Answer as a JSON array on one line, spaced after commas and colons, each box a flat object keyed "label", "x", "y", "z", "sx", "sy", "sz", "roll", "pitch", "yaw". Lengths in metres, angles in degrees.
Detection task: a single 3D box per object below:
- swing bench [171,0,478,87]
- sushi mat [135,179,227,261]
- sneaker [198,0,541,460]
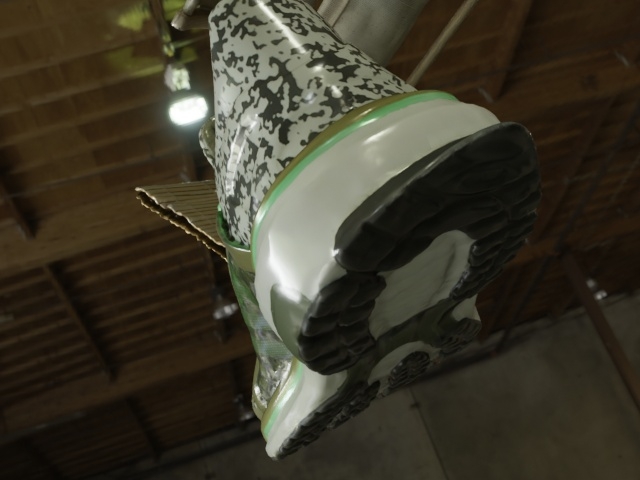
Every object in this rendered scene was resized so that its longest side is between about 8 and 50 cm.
[{"label": "swing bench", "x": 0.012, "y": -0.269, "z": 0.968, "sx": 0.165, "sy": 0.254, "sz": 0.253, "roll": -19, "pitch": -28, "yaw": -55}, {"label": "sushi mat", "x": -0.029, "y": -0.024, "z": 0.857, "sx": 0.317, "sy": 0.151, "sz": 0.019, "roll": -15, "pitch": -47, "yaw": -61}, {"label": "sneaker", "x": 0.000, "y": 0.000, "z": 0.527, "sx": 0.158, "sy": 0.182, "sz": 0.410, "roll": -26, "pitch": -21, "yaw": -18}]
